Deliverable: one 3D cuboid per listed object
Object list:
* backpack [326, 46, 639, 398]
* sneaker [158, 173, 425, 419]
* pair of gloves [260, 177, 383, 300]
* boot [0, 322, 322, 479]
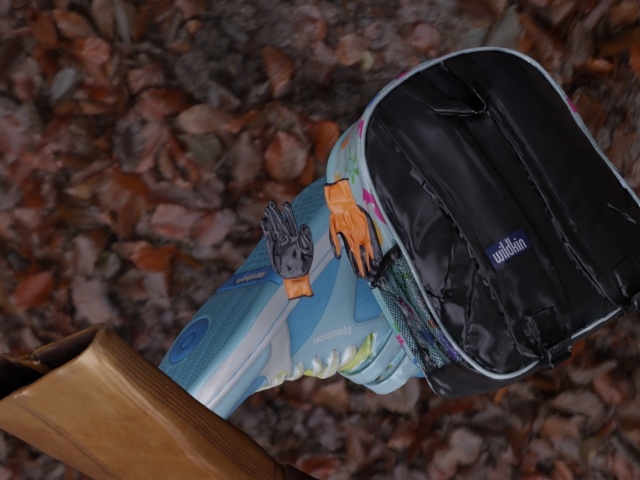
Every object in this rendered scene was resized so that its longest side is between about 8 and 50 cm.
[{"bbox_3d":[0.130,-0.022,0.915,0.253,0.225,0.191,61,159,2],"label":"backpack"},{"bbox_3d":[-0.002,0.106,1.023,0.208,0.319,0.127,49,155,-20],"label":"sneaker"},{"bbox_3d":[0.000,0.000,0.758,0.083,0.010,0.074,-16,99,26],"label":"pair of gloves"},{"bbox_3d":[-0.014,0.124,0.573,0.264,0.096,0.280,-12,130,48],"label":"boot"}]
